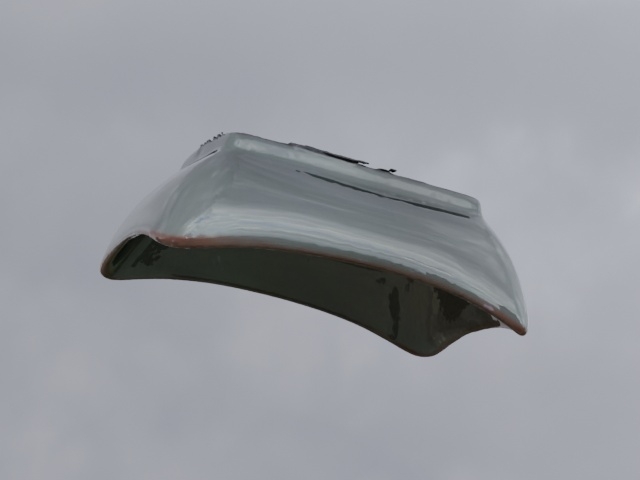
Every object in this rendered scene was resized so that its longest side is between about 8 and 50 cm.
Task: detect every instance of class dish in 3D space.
[{"bbox_3d":[0.000,0.000,1.088,0.212,0.077,0.151,14,-12,-18],"label":"dish"}]
